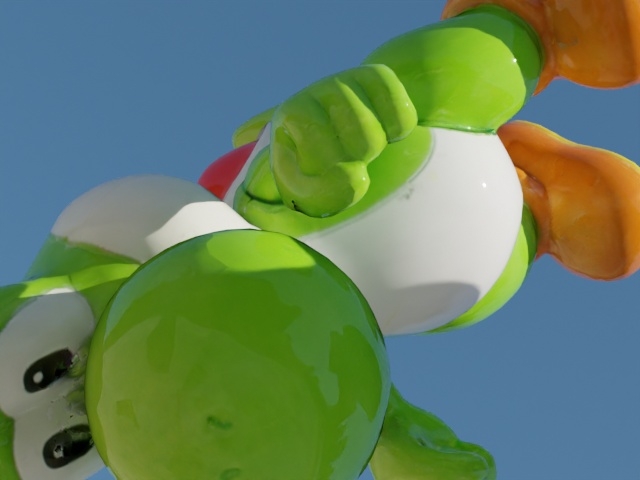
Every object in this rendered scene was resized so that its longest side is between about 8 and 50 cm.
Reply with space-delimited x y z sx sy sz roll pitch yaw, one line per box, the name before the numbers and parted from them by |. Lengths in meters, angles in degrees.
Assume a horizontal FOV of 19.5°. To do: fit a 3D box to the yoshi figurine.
yoshi figurine | 0.020 0.015 0.743 0.203 0.362 0.203 56 -36 7
